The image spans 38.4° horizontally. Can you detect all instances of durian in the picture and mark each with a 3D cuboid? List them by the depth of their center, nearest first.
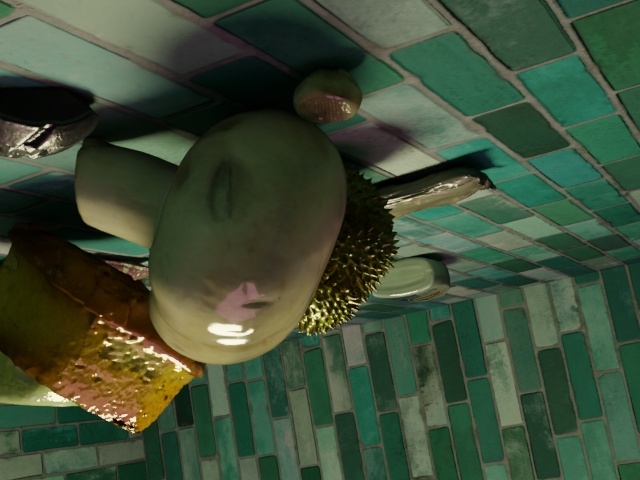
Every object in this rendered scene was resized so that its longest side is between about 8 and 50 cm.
[{"bbox_3d":[0.002,-0.002,1.472,0.225,0.291,0.291,-16,174,-39],"label":"durian"}]

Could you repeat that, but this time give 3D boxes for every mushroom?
[{"bbox_3d":[-0.126,0.004,1.185,0.353,0.325,0.353,-9,-172,1],"label":"mushroom"}]

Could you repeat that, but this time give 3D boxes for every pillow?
[{"bbox_3d":[0.186,-0.085,1.675,0.255,0.059,0.169,-17,167,24],"label":"pillow"},{"bbox_3d":[-0.432,0.065,1.915,0.118,0.043,0.185,-14,168,35],"label":"pillow"}]

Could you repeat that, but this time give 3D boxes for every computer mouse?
[{"bbox_3d":[-0.343,-0.126,1.037,0.192,0.062,0.106,-4,167,-31],"label":"computer mouse"}]

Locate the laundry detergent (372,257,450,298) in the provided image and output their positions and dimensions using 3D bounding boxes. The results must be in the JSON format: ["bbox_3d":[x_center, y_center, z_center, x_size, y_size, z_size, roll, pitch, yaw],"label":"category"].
[{"bbox_3d":[0.260,0.118,2.587,0.215,0.105,0.280,-14,169,17],"label":"laundry detergent"}]

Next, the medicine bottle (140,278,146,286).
[{"bbox_3d":[-0.497,0.135,2.086,0.188,0.088,0.132,-6,168,-21],"label":"medicine bottle"}]

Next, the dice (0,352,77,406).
[{"bbox_3d":[-0.550,0.197,1.832,0.254,0.249,0.252,1,173,15],"label":"dice"}]

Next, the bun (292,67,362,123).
[{"bbox_3d":[0.008,-0.177,1.104,0.086,0.054,0.086,2,159,1],"label":"bun"}]

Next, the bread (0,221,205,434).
[{"bbox_3d":[-0.385,0.137,1.529,0.398,0.215,0.398,34,173,4],"label":"bread"}]
